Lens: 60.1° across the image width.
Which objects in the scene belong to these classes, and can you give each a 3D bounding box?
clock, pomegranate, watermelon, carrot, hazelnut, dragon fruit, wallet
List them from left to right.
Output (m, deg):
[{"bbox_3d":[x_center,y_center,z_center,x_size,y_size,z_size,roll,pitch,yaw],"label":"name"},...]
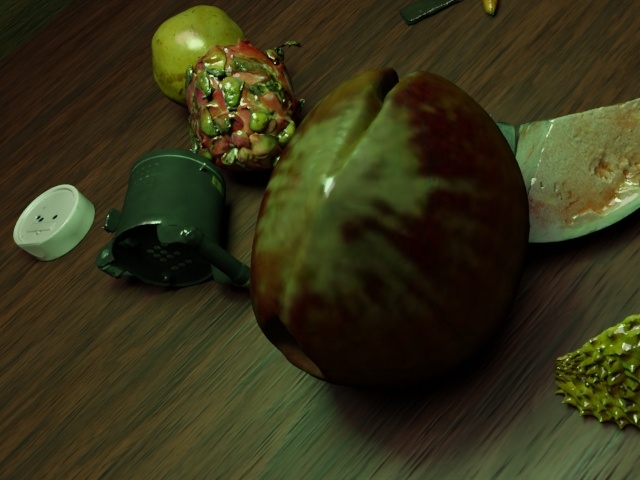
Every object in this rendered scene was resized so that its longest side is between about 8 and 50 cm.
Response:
[{"bbox_3d":[-0.679,-0.047,1.415,0.196,0.068,0.197,-14,50,18],"label":"clock"},{"bbox_3d":[-0.307,-0.471,1.426,0.264,0.264,0.265,-14,50,17],"label":"pomegranate"},{"bbox_3d":[-0.155,-0.271,1.202,0.268,0.250,0.291,-15,61,-25],"label":"dragon fruit"},{"bbox_3d":[0.099,-0.002,0.764,0.402,0.402,0.430,24,83,38],"label":"hazelnut"},{"bbox_3d":[0.276,-0.587,1.370,0.156,0.018,0.082,-25,47,8],"label":"wallet"},{"bbox_3d":[0.391,-0.629,1.321,0.066,0.062,0.271,-1,52,-14],"label":"carrot"},{"bbox_3d":[0.406,-0.129,0.852,0.259,0.176,0.256,-6,54,4],"label":"watermelon"}]

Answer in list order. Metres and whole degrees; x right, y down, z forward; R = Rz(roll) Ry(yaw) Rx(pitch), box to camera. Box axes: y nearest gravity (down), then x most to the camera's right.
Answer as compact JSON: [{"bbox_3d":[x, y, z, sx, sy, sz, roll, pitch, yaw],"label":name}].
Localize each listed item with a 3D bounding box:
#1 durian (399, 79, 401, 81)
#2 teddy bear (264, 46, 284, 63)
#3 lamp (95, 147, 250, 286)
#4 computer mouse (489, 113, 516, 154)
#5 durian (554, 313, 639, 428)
[{"bbox_3d":[0.153,-0.253,1.124,0.146,0.102,0.208,-18,52,6],"label":"durian"},{"bbox_3d":[-0.128,-0.399,1.403,0.119,0.077,0.161,19,87,56],"label":"teddy bear"},{"bbox_3d":[-0.290,-0.055,1.122,0.373,0.205,0.272,-7,56,36],"label":"lamp"},{"bbox_3d":[0.281,-0.115,0.960,0.113,0.068,0.229,-11,50,58],"label":"computer mouse"},{"bbox_3d":[0.403,0.147,0.693,0.182,0.165,0.132,1,11,2],"label":"durian"}]
